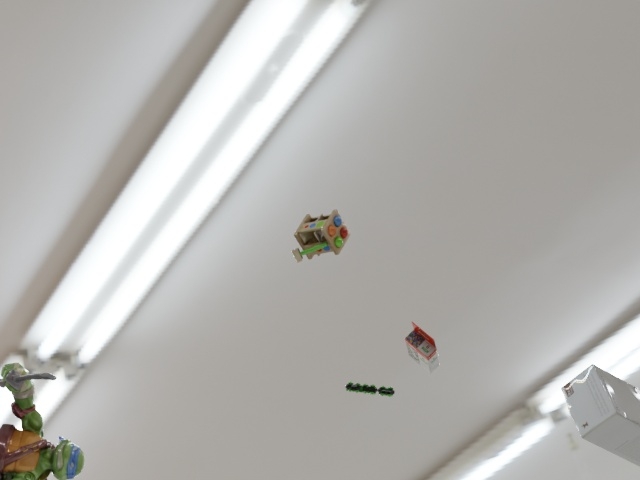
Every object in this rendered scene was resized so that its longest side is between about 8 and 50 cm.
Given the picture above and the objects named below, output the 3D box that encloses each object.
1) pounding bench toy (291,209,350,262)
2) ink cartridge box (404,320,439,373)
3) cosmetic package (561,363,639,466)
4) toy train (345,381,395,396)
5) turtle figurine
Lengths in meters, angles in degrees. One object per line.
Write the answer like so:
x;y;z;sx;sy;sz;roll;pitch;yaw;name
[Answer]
0.000;0.000;1.654;0.065;0.083;0.052;-9;-56;35;pounding bench toy
0.196;0.208;2.087;0.029;0.063;0.115;-43;-30;-14;ink cartridge box
0.541;0.318;1.901;0.231;0.117;0.085;29;-60;-34;cosmetic package
0.082;0.248;1.789;0.083;0.017;0.024;7;-16;2;toy train
-0.451;0.256;1.390;0.266;0.198;0.274;3;0;2;turtle figurine
